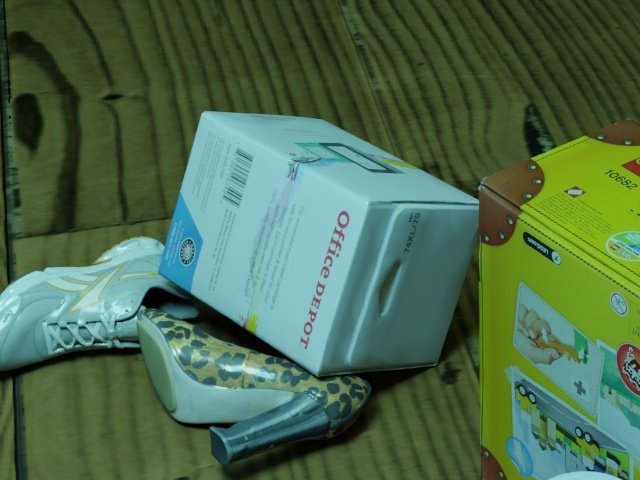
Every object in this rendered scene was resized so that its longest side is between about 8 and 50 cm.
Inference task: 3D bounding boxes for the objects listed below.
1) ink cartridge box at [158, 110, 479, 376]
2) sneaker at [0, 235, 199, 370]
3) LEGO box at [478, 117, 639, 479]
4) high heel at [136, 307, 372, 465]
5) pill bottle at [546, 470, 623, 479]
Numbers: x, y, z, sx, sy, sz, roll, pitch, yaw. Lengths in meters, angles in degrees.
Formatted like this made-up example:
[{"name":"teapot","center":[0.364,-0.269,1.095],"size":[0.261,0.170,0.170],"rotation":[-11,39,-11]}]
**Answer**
[{"name":"ink cartridge box","center":[0.000,0.000,2.154],"size":[0.197,0.198,0.270],"rotation":[0,23,-46]},{"name":"sneaker","center":[-0.251,0.083,2.202],"size":[0.262,0.099,0.121],"rotation":[-27,44,-29]},{"name":"LEGO box","center":[0.363,0.172,1.751],"size":[0.193,0.372,0.500],"rotation":[-23,38,-27]},{"name":"high heel","center":[-0.075,0.134,2.114],"size":[0.186,0.093,0.261],"rotation":[-16,40,-25]},{"name":"pill bottle","center":[0.229,0.306,1.722],"size":[0.108,0.193,0.108],"rotation":[-3,33,2]}]
